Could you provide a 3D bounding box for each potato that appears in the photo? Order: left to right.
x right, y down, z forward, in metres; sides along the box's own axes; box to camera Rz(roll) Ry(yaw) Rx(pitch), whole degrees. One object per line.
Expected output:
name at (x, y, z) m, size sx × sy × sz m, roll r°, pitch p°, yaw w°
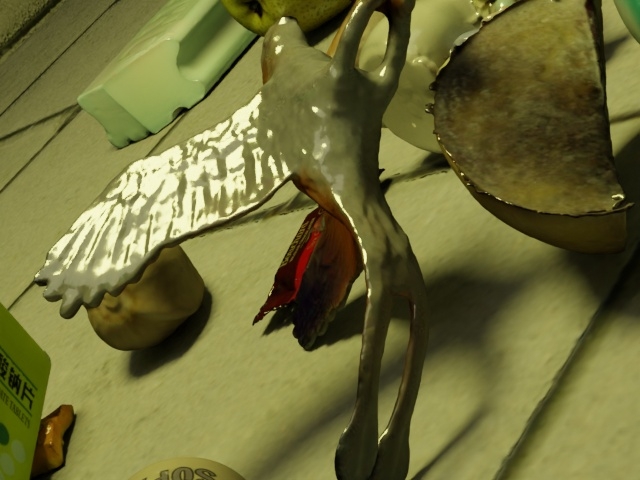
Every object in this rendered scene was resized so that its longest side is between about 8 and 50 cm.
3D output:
potato at (0.135, -0.054, 0.977) m, size 0.120 × 0.100 × 0.261 m, roll -6°, pitch 38°, yaw 11°

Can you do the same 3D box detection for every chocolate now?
chocolate at (0.000, 0.000, 1.246) m, size 0.086 × 0.028 × 0.182 m, roll -28°, pitch 24°, yaw 37°

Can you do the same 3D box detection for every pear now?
pear at (-0.041, -0.338, 1.832) m, size 0.198 × 0.198 × 0.198 m, roll -34°, pitch 20°, yaw 14°

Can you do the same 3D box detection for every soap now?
soap at (-0.178, -0.263, 2.044) m, size 0.173 × 0.095 × 0.289 m, roll -16°, pitch 30°, yaw 50°

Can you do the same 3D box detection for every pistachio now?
pistachio at (-0.156, 0.037, 1.341) m, size 0.113 × 0.113 × 0.149 m, roll -34°, pitch 13°, yaw 15°

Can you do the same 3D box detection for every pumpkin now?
pumpkin at (-0.248, 0.176, 1.298) m, size 0.073 × 0.035 × 0.101 m, roll -39°, pitch 21°, yaw 10°

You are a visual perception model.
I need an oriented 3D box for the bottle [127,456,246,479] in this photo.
bottle at (-0.072, 0.198, 0.813) m, size 0.097 × 0.110 × 0.209 m, roll -31°, pitch 20°, yaw 4°

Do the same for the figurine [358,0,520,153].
figurine at (0.145, -0.183, 1.246) m, size 0.235 × 0.127 × 0.155 m, roll -46°, pitch 2°, yaw -25°

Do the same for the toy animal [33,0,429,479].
toy animal at (-0.001, -0.034, 0.968) m, size 0.284 × 0.225 × 0.302 m, roll 26°, pitch 98°, yaw 56°

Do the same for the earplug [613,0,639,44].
earplug at (0.264, -0.196, 1.026) m, size 0.185 × 0.185 × 0.324 m, roll -32°, pitch 29°, yaw 21°

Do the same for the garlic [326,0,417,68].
garlic at (0.076, -0.234, 1.544) m, size 0.128 × 0.090 × 0.198 m, roll -36°, pitch 20°, yaw 50°

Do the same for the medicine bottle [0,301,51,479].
medicine bottle at (-0.316, 0.156, 1.217) m, size 0.141 × 0.137 × 0.250 m, roll -23°, pitch 36°, yaw 18°
